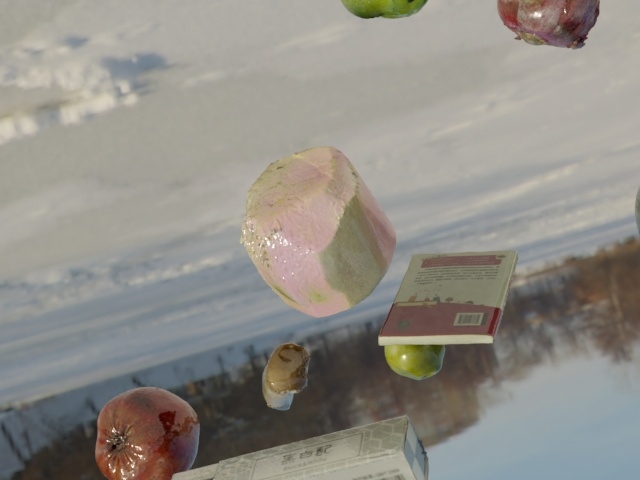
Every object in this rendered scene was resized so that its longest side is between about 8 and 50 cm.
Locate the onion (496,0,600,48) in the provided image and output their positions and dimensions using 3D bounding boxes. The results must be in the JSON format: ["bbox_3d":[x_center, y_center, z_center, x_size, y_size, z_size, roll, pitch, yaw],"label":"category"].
[{"bbox_3d":[0.362,-0.397,1.892,0.159,0.195,0.159,19,180,0],"label":"onion"}]

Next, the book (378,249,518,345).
[{"bbox_3d":[0.184,0.079,1.729,0.162,0.022,0.232,-2,-153,19],"label":"book"}]

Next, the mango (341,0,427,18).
[{"bbox_3d":[0.070,-0.293,1.374,0.074,0.091,0.165,-19,-160,-18],"label":"mango"}]

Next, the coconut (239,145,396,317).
[{"bbox_3d":[0.000,0.000,1.943,0.233,0.245,0.233,-21,-145,16],"label":"coconut"}]

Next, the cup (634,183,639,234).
[{"bbox_3d":[0.621,-0.035,1.884,0.205,0.206,0.312,-19,162,31],"label":"cup"}]

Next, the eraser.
[{"bbox_3d":[-0.039,0.369,1.836,0.403,0.098,0.096,-17,-153,20],"label":"eraser"}]

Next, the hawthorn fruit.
[{"bbox_3d":[-0.286,0.339,2.099,0.179,0.179,0.200,-19,170,25],"label":"hawthorn fruit"}]

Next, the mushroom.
[{"bbox_3d":[-0.059,0.227,1.967,0.071,0.084,0.209,12,158,-1],"label":"mushroom"}]

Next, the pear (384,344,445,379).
[{"bbox_3d":[0.134,0.155,1.780,0.092,0.097,0.092,-14,159,-5],"label":"pear"}]
